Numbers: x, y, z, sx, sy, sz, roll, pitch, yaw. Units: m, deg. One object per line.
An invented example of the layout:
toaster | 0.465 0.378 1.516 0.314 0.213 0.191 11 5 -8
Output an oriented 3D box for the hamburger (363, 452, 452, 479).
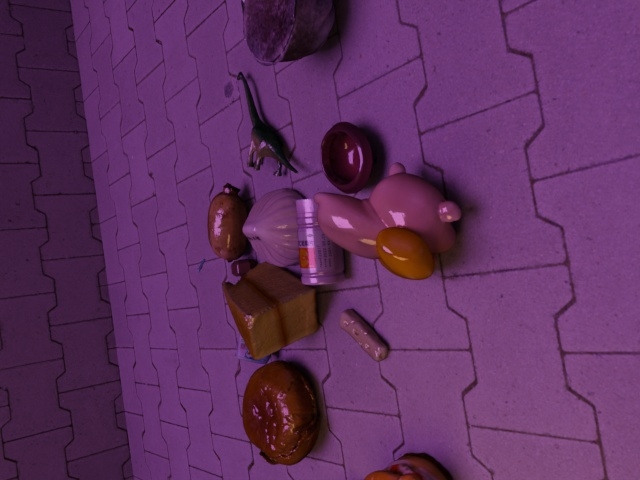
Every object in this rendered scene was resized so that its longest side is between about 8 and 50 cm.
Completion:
hamburger | 0.222 0.688 1.535 0.302 0.186 0.260 -49 58 41

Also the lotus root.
lotus root | -0.333 -0.064 2.174 0.160 0.146 0.284 21 108 50

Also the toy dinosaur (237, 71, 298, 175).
toy dinosaur | -0.171 -0.378 1.988 0.447 0.087 0.300 26 108 46

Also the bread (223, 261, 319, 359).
bread | -0.188 0.156 1.913 0.361 0.233 0.244 52 158 39

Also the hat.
hat | 0.083 -0.227 1.663 0.205 0.089 0.205 16 112 47

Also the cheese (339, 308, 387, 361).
cheese | 0.121 0.267 1.723 0.194 0.043 0.064 42 122 43

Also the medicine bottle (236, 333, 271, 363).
medicine bottle | -0.217 0.320 2.091 0.094 0.119 0.187 -71 -8 -70

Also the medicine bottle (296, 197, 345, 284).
medicine bottle | 0.000 0.000 1.767 0.133 0.133 0.249 1 95 52

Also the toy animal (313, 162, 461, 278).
toy animal | 0.183 -0.053 1.476 0.345 0.278 0.246 25 86 37

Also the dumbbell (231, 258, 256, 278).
dumbbell | -0.264 0.181 2.174 0.092 0.082 0.230 -9 88 51

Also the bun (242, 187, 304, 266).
bun | -0.160 -0.037 1.936 0.263 0.175 0.263 12 105 53

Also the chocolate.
chocolate | -0.064 -0.638 1.691 0.303 0.213 0.303 17 111 52

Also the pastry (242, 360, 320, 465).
pastry | -0.136 0.567 2.000 0.356 0.164 0.355 13 106 54

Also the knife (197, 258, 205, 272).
knife | -0.498 0.106 2.527 0.091 0.005 0.014 -53 53 42
